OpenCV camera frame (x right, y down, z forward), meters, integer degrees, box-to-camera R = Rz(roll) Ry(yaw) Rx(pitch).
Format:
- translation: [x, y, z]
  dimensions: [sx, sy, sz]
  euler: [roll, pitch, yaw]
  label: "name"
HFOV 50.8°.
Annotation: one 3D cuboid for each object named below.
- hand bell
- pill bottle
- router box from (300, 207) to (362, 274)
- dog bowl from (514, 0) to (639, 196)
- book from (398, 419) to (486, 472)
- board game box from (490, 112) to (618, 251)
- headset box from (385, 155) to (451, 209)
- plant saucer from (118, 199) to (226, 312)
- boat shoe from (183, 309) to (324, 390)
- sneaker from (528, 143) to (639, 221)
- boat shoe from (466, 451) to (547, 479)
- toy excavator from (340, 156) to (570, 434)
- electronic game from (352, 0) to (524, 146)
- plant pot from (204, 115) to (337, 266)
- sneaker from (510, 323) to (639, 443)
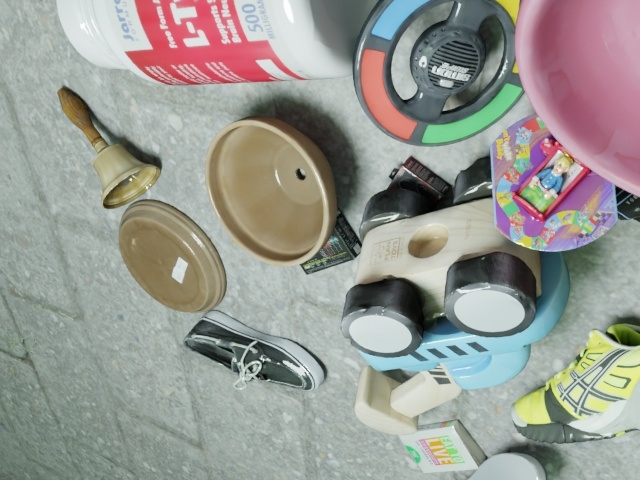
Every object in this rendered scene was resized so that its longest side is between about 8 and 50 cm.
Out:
- translation: [-0.422, -0.192, 1.271]
  dimensions: [0.242, 0.126, 0.126]
  euler: [53, 137, 7]
  label: "hand bell"
- translation: [-0.137, -0.316, 0.859]
  dimensions: [0.407, 0.229, 0.229]
  euler: [6, 125, 32]
  label: "pill bottle"
- translation: [0.000, 0.000, 1.140]
  dimensions: [0.122, 0.038, 0.092]
  euler: [-20, 110, 43]
  label: "router box"
- translation: [0.352, -0.173, 0.566]
  dimensions: [0.407, 0.150, 0.408]
  euler: [31, 160, 13]
  label: "dog bowl"
- translation: [0.229, 0.393, 1.285]
  dimensions: [0.144, 0.035, 0.096]
  euler: [-28, 99, 46]
  label: "book"
- translation: [0.258, -0.073, 0.759]
  dimensions: [0.133, 0.033, 0.169]
  euler: [-5, 75, 23]
  label: "board game box"
- translation: [0.138, -0.077, 0.986]
  dimensions: [0.083, 0.032, 0.062]
  euler: [37, 136, 5]
  label: "headset box"
- translation: [-0.318, 0.044, 1.403]
  dimensions: [0.277, 0.041, 0.278]
  euler: [18, 130, 23]
  label: "plant saucer"
- translation: [-0.143, 0.244, 1.381]
  dimensions: [0.306, 0.105, 0.113]
  euler: [25, 134, 18]
  label: "boat shoe"
- translation: [0.344, -0.073, 0.806]
  dimensions: [0.232, 0.081, 0.091]
  euler: [14, 122, 26]
  label: "sneaker"
- translation: [0.332, 0.443, 1.203]
  dimensions: [0.096, 0.088, 0.268]
  euler: [66, 149, 32]
  label: "boat shoe"
- translation: [0.176, 0.149, 1.010]
  dimensions: [0.432, 0.222, 0.445]
  euler: [-15, 131, 29]
  label: "toy excavator"
- translation: [0.149, -0.211, 0.785]
  dimensions: [0.229, 0.048, 0.229]
  euler: [-7, 130, -9]
  label: "electronic game"
- translation: [-0.058, -0.087, 1.053]
  dimensions: [0.237, 0.109, 0.238]
  euler: [18, 123, 30]
  label: "plant pot"
- translation: [0.413, 0.196, 0.945]
  dimensions: [0.384, 0.145, 0.147]
  euler: [-37, 63, 55]
  label: "sneaker"
